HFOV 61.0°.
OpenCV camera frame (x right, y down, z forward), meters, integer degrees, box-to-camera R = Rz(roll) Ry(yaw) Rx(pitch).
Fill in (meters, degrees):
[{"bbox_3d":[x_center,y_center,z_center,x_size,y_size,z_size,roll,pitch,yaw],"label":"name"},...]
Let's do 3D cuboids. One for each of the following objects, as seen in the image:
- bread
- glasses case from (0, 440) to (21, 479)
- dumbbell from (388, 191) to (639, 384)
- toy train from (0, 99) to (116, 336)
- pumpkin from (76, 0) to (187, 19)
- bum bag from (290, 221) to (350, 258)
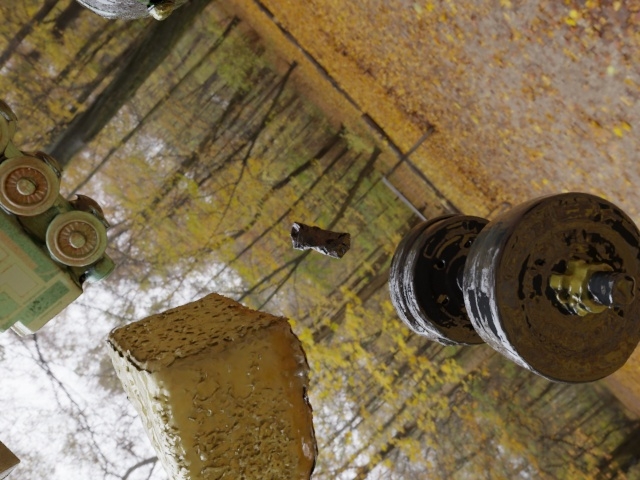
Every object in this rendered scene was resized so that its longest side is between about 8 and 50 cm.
[{"bbox_3d":[-0.167,0.259,0.864,0.248,0.316,0.279,-17,-155,-34],"label":"bread"},{"bbox_3d":[-0.662,0.368,1.013,0.205,0.047,0.071,42,178,5],"label":"glasses case"},{"bbox_3d":[0.211,0.050,0.640,0.185,0.185,0.388,44,170,-7],"label":"dumbbell"},{"bbox_3d":[-0.253,-0.023,0.416,0.194,0.125,0.080,53,165,-24],"label":"toy train"},{"bbox_3d":[-0.336,-0.539,1.024,0.315,0.315,0.239,-102,-13,-76],"label":"pumpkin"},{"bbox_3d":[0.000,0.000,1.090,0.124,0.058,0.034,14,179,2],"label":"bum bag"}]
